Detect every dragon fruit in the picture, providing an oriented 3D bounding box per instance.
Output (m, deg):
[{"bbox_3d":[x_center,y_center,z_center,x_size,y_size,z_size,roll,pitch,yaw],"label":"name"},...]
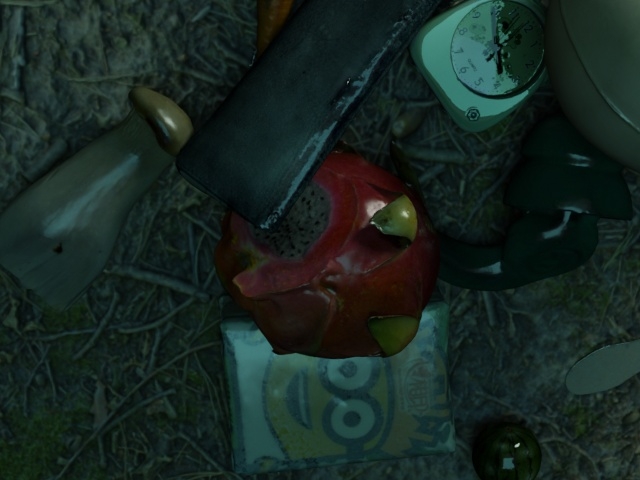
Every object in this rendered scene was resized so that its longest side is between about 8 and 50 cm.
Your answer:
[{"bbox_3d":[0.000,0.000,1.445,0.290,0.291,0.189,-21,147,4],"label":"dragon fruit"}]

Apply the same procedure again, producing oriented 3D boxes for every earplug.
[{"bbox_3d":[0.281,-0.053,1.539,0.257,0.164,0.280,18,95,30],"label":"earplug"}]

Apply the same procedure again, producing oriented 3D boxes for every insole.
[{"bbox_3d":[0.442,0.168,1.670,0.197,0.004,0.065,-24,107,5],"label":"insole"}]

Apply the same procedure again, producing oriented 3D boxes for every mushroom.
[{"bbox_3d":[-0.289,-0.056,1.522,0.328,0.122,0.159,-43,140,11],"label":"mushroom"}]

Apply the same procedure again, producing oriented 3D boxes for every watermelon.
[{"bbox_3d":[0.265,0.312,1.658,0.109,0.109,0.109,-1,107,-2],"label":"watermelon"}]

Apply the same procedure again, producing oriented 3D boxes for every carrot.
[{"bbox_3d":[-0.056,-0.302,1.481,0.061,0.061,0.257,9,116,-5],"label":"carrot"}]

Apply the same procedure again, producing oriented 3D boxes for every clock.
[{"bbox_3d":[0.229,-0.249,1.498,0.211,0.066,0.159,-32,106,7],"label":"clock"}]

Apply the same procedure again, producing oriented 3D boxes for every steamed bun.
[{"bbox_3d":[0.444,-0.225,1.372,0.374,0.334,0.334,7,109,-32],"label":"steamed bun"}]

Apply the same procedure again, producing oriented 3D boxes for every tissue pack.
[{"bbox_3d":[0.022,0.186,1.594,0.310,0.128,0.228,-5,107,-3],"label":"tissue pack"}]

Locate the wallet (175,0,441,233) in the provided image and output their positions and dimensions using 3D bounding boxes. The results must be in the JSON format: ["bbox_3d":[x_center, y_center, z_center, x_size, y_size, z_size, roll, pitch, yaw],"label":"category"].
[{"bbox_3d":[-0.011,-0.196,1.407,0.379,0.190,0.046,-54,139,-1],"label":"wallet"}]

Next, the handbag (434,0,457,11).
[{"bbox_3d":[0.130,-0.335,1.473,0.115,0.072,0.139,42,114,-15],"label":"handbag"}]
